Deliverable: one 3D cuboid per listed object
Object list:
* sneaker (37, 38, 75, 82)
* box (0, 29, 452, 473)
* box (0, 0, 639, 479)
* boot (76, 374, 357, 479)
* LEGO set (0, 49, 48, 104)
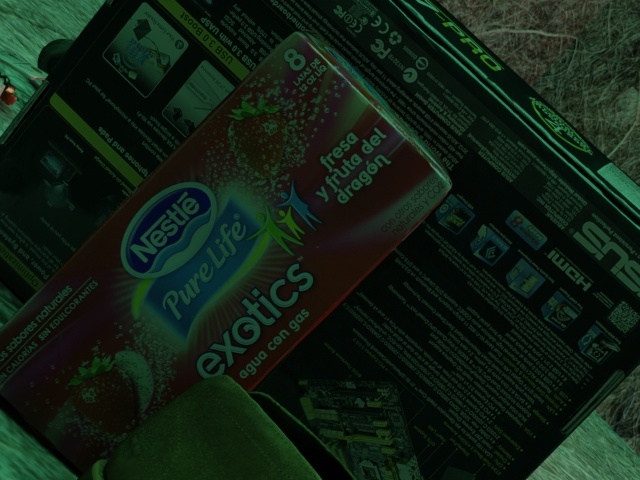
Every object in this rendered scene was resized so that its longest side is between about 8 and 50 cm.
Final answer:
[{"bbox_3d":[-0.221,-0.136,1.820,0.234,0.078,0.106,50,7,36],"label":"sneaker"},{"bbox_3d":[-0.057,0.012,1.052,0.122,0.257,0.128,45,7,-3],"label":"box"},{"bbox_3d":[0.000,0.000,1.181,0.395,0.318,0.097,42,17,7],"label":"box"},{"bbox_3d":[-0.008,0.182,0.885,0.305,0.115,0.112,49,7,37],"label":"boot"},{"bbox_3d":[-0.334,-0.163,1.582,0.182,0.060,0.244,30,6,-1],"label":"LEGO set"}]
